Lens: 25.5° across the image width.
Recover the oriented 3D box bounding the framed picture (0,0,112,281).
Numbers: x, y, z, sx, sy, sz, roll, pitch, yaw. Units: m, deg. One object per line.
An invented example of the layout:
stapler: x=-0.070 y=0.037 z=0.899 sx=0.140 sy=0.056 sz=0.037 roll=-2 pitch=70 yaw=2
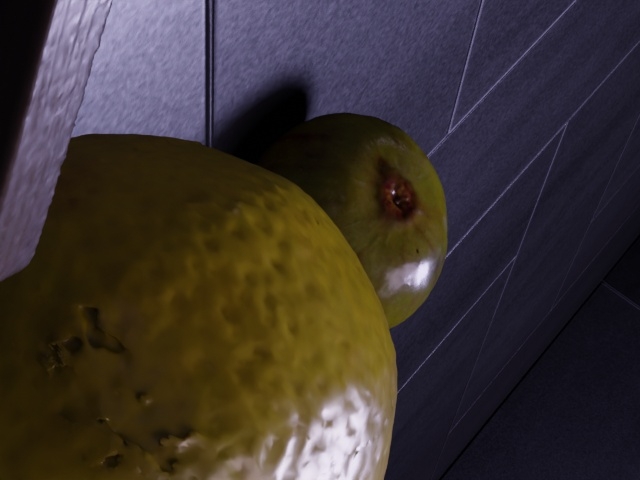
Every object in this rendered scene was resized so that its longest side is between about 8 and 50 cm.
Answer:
framed picture: x=-0.121 y=-0.084 z=0.332 sx=0.023 sy=0.168 sz=0.128 roll=-34 pitch=155 yaw=-50

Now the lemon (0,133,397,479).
lemon: x=-0.091 y=0.075 z=0.619 sx=0.267 sy=0.267 sz=0.267 roll=-48 pitch=163 yaw=-19

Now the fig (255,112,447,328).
fig: x=-0.004 y=-0.011 z=0.955 sx=0.142 sy=0.186 sz=0.148 roll=51 pitch=45 yaw=-31
